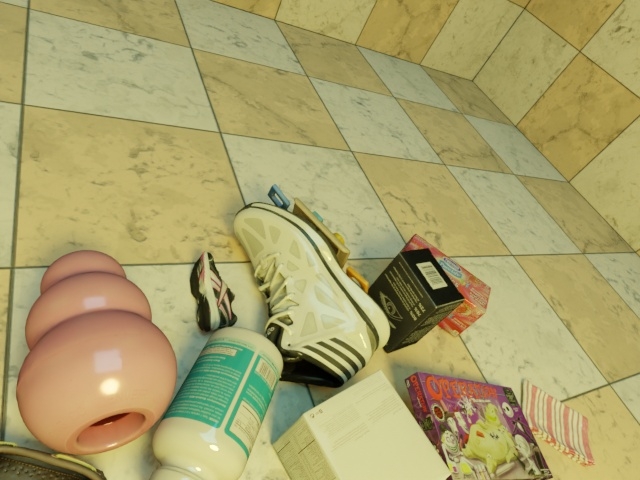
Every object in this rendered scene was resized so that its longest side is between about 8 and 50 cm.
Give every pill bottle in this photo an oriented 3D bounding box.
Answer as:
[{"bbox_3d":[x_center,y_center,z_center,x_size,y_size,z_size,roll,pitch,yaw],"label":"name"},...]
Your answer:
[{"bbox_3d":[-0.166,0.279,0.686,0.146,0.146,0.264,29,40,-4],"label":"pill bottle"}]

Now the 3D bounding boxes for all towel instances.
[{"bbox_3d":[0.597,0.456,1.086,0.197,0.029,0.144,32,39,0],"label":"towel"}]

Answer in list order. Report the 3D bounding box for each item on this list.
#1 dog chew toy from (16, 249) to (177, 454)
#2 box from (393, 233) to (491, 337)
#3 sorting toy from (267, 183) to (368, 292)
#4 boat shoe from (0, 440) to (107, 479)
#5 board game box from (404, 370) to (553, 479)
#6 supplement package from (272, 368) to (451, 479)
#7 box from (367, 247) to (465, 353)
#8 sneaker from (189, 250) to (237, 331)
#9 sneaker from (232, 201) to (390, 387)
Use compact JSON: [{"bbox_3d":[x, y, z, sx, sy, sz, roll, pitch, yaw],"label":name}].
[{"bbox_3d":[-0.352,0.146,0.671,0.206,0.207,0.332,-3,43,-35],"label":"dog chew toy"},{"bbox_3d":[0.311,0.120,1.163,0.256,0.128,0.122,36,40,5],"label":"box"},{"bbox_3d":[0.000,0.000,1.040,0.047,0.196,0.348,-37,73,-23],"label":"sorting toy"},{"bbox_3d":[-0.430,0.303,0.529,0.324,0.097,0.117,19,42,-15],"label":"boat shoe"},{"bbox_3d":[0.340,0.402,0.913,0.346,0.056,0.208,19,37,-33],"label":"board game box"},{"bbox_3d":[0.066,0.373,0.735,0.194,0.149,0.203,-13,58,-41],"label":"supplement package"},{"bbox_3d":[0.205,0.143,1.011,0.108,0.207,0.153,-6,54,-37],"label":"box"},{"bbox_3d":[-0.219,0.109,0.896,0.077,0.072,0.178,12,51,-40],"label":"sneaker"},{"bbox_3d":[-0.072,0.111,0.895,0.447,0.169,0.257,44,40,10],"label":"sneaker"}]
